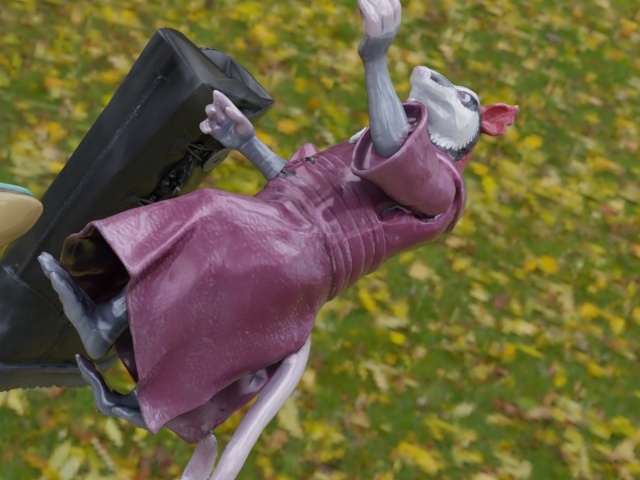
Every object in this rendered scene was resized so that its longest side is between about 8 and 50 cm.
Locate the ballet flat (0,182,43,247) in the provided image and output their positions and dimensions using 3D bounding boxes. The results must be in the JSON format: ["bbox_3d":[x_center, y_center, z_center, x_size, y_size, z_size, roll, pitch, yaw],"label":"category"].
[{"bbox_3d":[-0.283,0.003,0.854,0.232,0.080,0.073,2,67,-31],"label":"ballet flat"}]

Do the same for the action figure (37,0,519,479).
[{"bbox_3d":[0.000,0.000,0.972,0.370,0.248,0.275,-28,92,-17],"label":"action figure"}]

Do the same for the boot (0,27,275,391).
[{"bbox_3d":[-0.221,-0.032,1.628,0.146,0.445,0.367,38,11,8],"label":"boot"}]
